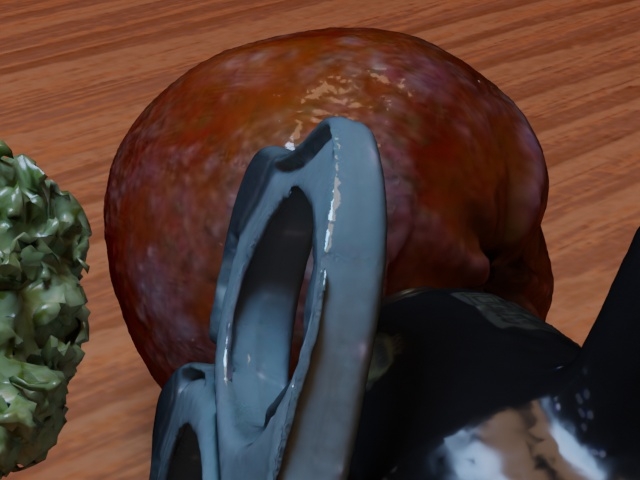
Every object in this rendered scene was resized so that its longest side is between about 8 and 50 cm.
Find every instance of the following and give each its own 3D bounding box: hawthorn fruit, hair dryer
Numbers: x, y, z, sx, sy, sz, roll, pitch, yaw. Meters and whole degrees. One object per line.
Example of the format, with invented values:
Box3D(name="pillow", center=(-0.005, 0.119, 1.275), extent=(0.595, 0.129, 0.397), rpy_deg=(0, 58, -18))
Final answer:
Box3D(name="hawthorn fruit", center=(0.000, 0.000, 0.741), extent=(0.173, 0.172, 0.173), rpy_deg=(1, 20, 0))
Box3D(name="hair dryer", center=(0.113, 0.014, 0.471), extent=(0.120, 0.359, 0.303), rpy_deg=(18, 22, -21))

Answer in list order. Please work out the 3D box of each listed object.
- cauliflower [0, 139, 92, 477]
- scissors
Box3D(name="cauliflower", center=(-0.210, -0.004, 0.578), extent=(0.275, 0.250, 0.272), rpy_deg=(12, -11, -36))
Box3D(name="scissors", center=(-0.015, 0.120, 0.482), extent=(0.029, 0.191, 0.360), rpy_deg=(15, 34, -15))
